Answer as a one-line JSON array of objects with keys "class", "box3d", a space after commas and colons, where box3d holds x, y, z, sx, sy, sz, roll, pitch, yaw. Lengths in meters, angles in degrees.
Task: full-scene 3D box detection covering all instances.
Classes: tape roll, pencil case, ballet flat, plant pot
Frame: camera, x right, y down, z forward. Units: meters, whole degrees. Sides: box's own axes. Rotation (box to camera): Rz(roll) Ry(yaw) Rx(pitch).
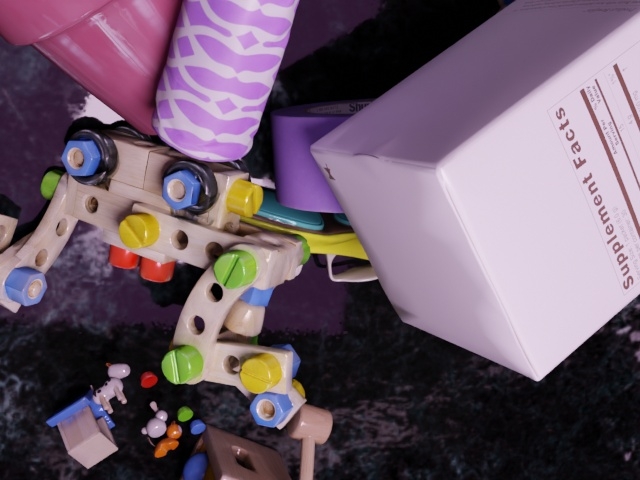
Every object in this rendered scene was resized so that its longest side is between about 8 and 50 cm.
[{"class": "tape roll", "box3d": [0.051, -0.080, 0.875, 0.189, 0.189, 0.080, -6, 102, -13]}, {"class": "pencil case", "box3d": [-0.059, -0.157, 0.724, 0.086, 0.088, 0.206, 38, 120, 22]}, {"class": "ballet flat", "box3d": [0.000, 0.000, 0.942, 0.231, 0.077, 0.077, 6, 113, -16]}, {"class": "plant pot", "box3d": [-0.152, -0.194, 0.811, 0.201, 0.201, 0.180, -39, 122, -4]}]

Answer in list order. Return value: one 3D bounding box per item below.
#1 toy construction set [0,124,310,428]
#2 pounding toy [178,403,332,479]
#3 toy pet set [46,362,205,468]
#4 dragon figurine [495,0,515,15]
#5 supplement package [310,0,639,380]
[{"class": "toy construction set", "box3d": [-0.152, 0.023, 0.852, 0.327, 0.151, 0.215, 14, 105, 8]}, {"class": "pounding toy", "box3d": [-0.073, 0.233, 0.911, 0.094, 0.181, 0.206, 24, 94, -17]}, {"class": "toy pet set", "box3d": [-0.190, 0.160, 0.937, 0.114, 0.065, 0.122, -32, 141, -4]}, {"class": "dragon figurine", "box3d": [0.186, -0.310, 0.914, 0.144, 0.085, 0.289, 20, 100, -19]}, {"class": "supplement package", "box3d": [0.177, -0.069, 0.732, 0.293, 0.177, 0.175, -36, 114, -17]}]
